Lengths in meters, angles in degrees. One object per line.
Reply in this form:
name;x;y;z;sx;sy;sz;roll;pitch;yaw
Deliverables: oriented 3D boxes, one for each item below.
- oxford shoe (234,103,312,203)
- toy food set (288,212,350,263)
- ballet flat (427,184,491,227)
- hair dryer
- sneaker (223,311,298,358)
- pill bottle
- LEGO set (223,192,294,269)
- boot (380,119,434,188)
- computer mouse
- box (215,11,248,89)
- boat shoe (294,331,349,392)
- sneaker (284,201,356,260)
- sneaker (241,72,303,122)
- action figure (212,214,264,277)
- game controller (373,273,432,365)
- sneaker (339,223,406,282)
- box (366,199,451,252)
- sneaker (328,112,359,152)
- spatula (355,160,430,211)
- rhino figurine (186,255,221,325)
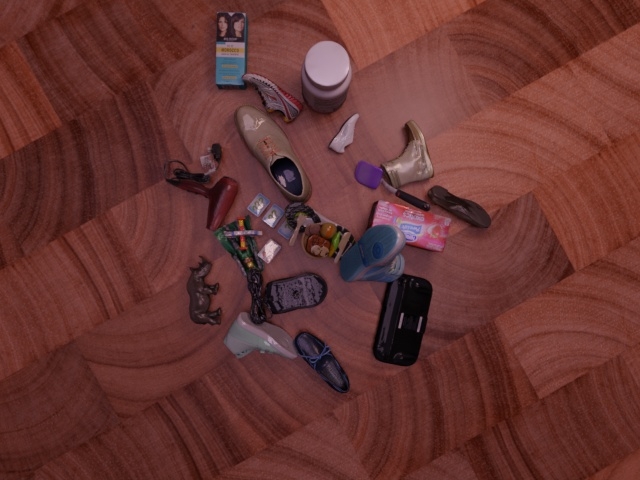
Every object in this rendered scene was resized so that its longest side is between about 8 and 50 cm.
oxford shoe;-0.155;-0.302;1.611;0.140;0.146;0.397;-38;91;0
toy food set;0.000;0.000;1.564;0.191;0.038;0.133;20;99;-19
ballet flat;0.482;-0.112;1.678;0.249;0.058;0.084;27;55;-7
hair dryer;-0.395;-0.170;1.652;0.223;0.080;0.294;-22;79;5
sneaker;-0.209;0.362;1.657;0.255;0.094;0.151;34;113;-15
pill bottle;0.017;-0.521;1.544;0.160;0.283;0.161;0;90;-1
LEGO set;-0.204;-0.027;1.618;0.182;0.060;0.244;38;69;-4
boot;0.285;-0.295;1.659;0.164;0.077;0.214;-19;91;1
computer mouse;-0.113;0.177;1.646;0.271;0.072;0.189;-6;84;-10
box;-0.304;-0.649;1.647;0.100;0.060;0.245;1;91;-1
boat shoe;0.019;0.413;1.647;0.258;0.089;0.109;43;78;-5
sneaker;-0.001;-0.041;1.640;0.300;0.121;0.111;38;93;-21
sneaker;-0.171;-0.486;1.625;0.225;0.088;0.093;33;97;-15
action figure;-0.261;0.044;1.659;0.137;0.063;0.232;-25;95;-4
game controller;0.291;0.280;1.679;0.166;0.067;0.320;13;91;-16
sneaker;0.221;0.045;1.563;0.208;0.319;0.127;5;65;-29
box;0.295;-0.047;1.634;0.256;0.128;0.123;15;90;-2
sneaker;0.092;-0.372;1.668;0.061;0.054;0.152;34;96;-11
spatula;0.242;-0.174;1.621;0.296;0.030;0.084;35;127;25
rhino figurine;-0.405;0.173;1.648;0.106;0.073;0.244;-6;89;-4
